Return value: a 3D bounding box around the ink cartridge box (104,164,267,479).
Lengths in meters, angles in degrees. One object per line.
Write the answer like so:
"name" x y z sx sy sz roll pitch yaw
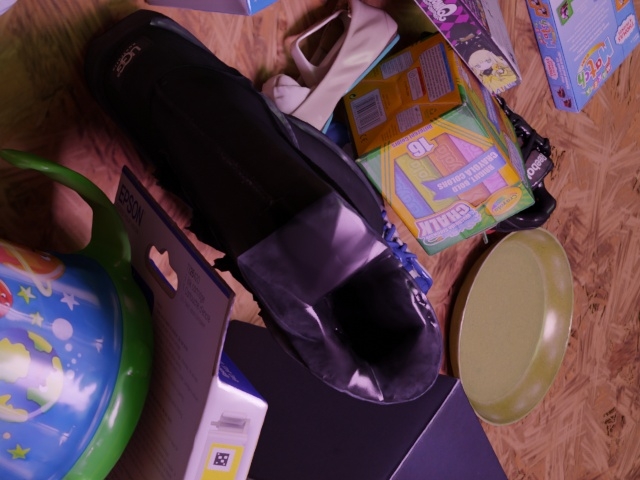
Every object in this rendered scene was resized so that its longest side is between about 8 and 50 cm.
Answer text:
"ink cartridge box" -0.137 0.132 1.663 0.072 0.303 0.307 12 107 -27

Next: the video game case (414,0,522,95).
"video game case" 0.123 -0.291 2.020 0.210 0.042 0.232 44 26 -48

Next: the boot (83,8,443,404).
"boot" -0.002 -0.001 1.686 0.367 0.445 0.146 36 93 -34

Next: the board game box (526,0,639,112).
"board game box" 0.311 -0.284 2.360 0.160 0.039 0.211 -47 131 -33

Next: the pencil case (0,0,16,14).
"pencil case" -0.320 -0.289 1.522 0.124 0.113 0.273 -39 127 -35

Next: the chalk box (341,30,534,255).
"chalk box" 0.132 -0.085 2.045 0.213 0.132 0.132 49 20 -40

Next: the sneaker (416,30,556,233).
"sneaker" 0.186 -0.115 2.175 0.097 0.135 0.276 -47 131 -30

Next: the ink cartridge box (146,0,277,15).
"ink cartridge box" -0.045 -0.288 1.844 0.231 0.134 0.078 -33 123 -41

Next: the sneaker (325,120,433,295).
"sneaker" 0.059 0.014 2.057 0.112 0.131 0.296 -37 124 -37

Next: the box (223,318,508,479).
"box" 0.029 0.257 1.948 0.183 0.296 0.294 -53 136 -27

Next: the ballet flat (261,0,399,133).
"ballet flat" -0.014 -0.153 1.976 0.248 0.086 0.086 -55 136 -29

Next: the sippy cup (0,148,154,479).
"sippy cup" -0.291 0.089 1.588 0.224 0.240 0.305 27 52 -40

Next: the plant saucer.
"plant saucer" 0.221 0.099 2.352 0.241 0.037 0.241 -17 112 -49
